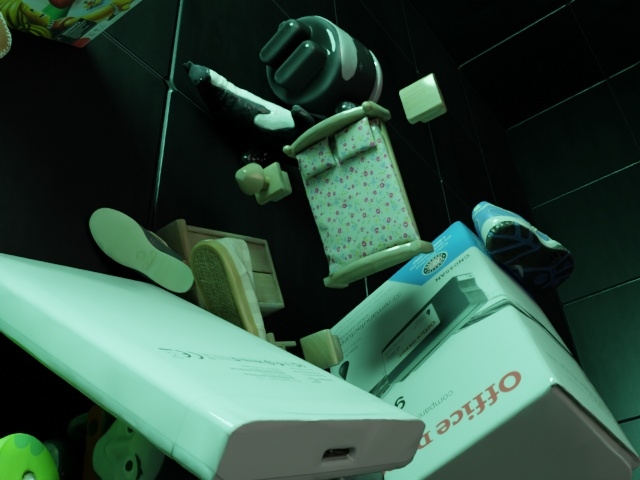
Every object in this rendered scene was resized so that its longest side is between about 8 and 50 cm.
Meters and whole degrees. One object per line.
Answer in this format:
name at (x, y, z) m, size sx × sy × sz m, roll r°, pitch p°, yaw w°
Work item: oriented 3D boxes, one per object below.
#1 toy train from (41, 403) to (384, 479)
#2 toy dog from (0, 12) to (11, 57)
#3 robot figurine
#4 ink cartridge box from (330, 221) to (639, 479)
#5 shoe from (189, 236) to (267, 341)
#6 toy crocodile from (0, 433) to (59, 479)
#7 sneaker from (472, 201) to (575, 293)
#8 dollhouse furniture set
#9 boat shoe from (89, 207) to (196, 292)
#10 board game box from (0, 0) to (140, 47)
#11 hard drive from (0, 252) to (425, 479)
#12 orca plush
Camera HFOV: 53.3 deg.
toy train at (-0.087, 0.222, 0.587) m, size 0.334 × 0.190 × 0.142 m, roll 34°, pitch 39°, yaw -44°
toy dog at (-0.347, -0.171, 0.499) m, size 0.220 × 0.161 × 0.334 m, roll 32°, pitch 57°, yaw 18°
robot figurine at (0.005, -0.323, 1.235) m, size 0.278 × 0.173 × 0.209 m, roll 6°, pitch 85°, yaw -58°
ink cartridge box at (0.169, 0.189, 0.832) m, size 0.166 × 0.285 × 0.395 m, roll 42°, pitch 16°, yaw -19°
shoe at (-0.085, 0.102, 0.697) m, size 0.058 × 0.076 × 0.219 m, roll -21°, pitch 102°, yaw -60°
toy crocodile at (-0.227, 0.238, 0.391) m, size 0.105 × 0.115 × 0.341 m, roll 43°, pitch 27°, yaw -72°
sneaker at (0.296, 0.008, 0.924) m, size 0.211 × 0.080 × 0.081 m, roll 35°, pitch 19°, yaw -37°
dollhouse furniture set at (0.000, 0.000, 0.748) m, size 0.174 × 0.355 × 0.303 m, roll 11°, pitch 58°, yaw -56°
boat shoe at (-0.196, 0.013, 0.713) m, size 0.137 × 0.049 × 0.043 m, roll 34°, pitch 0°, yaw -1°
board game box at (-0.237, -0.317, 0.663) m, size 0.193 × 0.305 × 0.053 m, roll -4°, pitch 73°, yaw -60°
hard drive at (-0.119, 0.092, 0.523) m, size 0.233 × 0.353 × 0.047 m, roll 21°, pitch 89°, yaw -53°
orca plush at (-0.097, -0.166, 1.000) m, size 0.287 × 0.151 × 0.102 m, roll 30°, pitch 73°, yaw -51°
